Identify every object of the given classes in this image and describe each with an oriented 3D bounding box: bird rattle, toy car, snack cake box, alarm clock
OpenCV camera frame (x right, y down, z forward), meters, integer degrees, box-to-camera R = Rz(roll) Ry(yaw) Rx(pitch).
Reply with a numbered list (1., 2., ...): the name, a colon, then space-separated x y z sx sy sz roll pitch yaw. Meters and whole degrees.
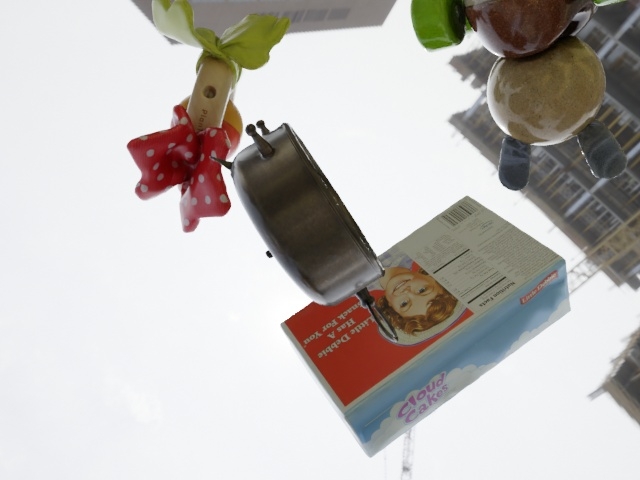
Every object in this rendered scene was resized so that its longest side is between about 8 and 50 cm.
1. bird rattle: -0.113 -0.123 0.654 0.143 0.207 0.253 4 -104 -7
2. toy car: 0.183 -0.134 0.498 0.149 0.155 0.188 -41 -61 -50
3. snack cake box: 0.109 0.081 0.652 0.264 0.089 0.152 -33 -139 -9
4. alarm clock: 0.000 0.000 0.445 0.192 0.064 0.129 53 -174 -10
